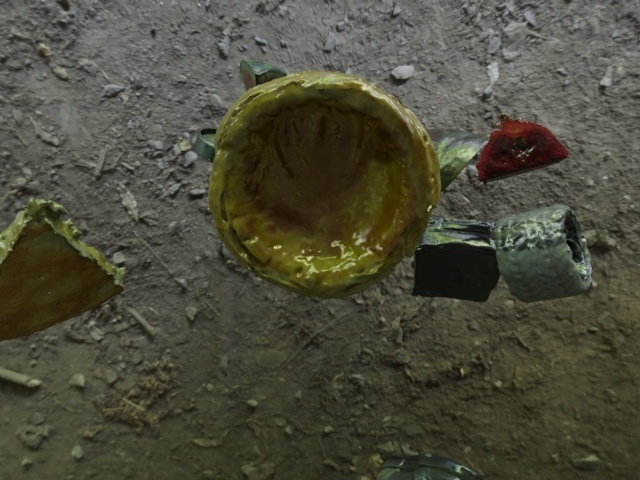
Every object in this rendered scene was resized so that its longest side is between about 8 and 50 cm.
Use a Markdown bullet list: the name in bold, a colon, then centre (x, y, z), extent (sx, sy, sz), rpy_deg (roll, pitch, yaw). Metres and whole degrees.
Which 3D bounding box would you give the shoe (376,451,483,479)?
- **shoe**: centre (0.200, 0.528, 0.838), extent (0.109, 0.149, 0.293), rpy_deg (41, 145, -3)

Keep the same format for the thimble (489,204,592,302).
- **thimble**: centre (0.517, 0.027, 0.956), extent (0.157, 0.217, 0.245), rpy_deg (-19, 147, 40)

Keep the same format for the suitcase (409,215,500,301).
- **suitcase**: centre (0.510, 0.079, 1.560), extent (0.339, 0.188, 0.345), rpy_deg (7, 139, 17)

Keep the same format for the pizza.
- **pizza**: centre (-0.409, 0.035, 0.614), extent (0.075, 0.279, 0.288), rpy_deg (47, 128, 20)

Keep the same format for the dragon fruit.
- **dragon fruit**: centre (0.622, -0.305, 1.323), extent (0.261, 0.134, 0.212), rpy_deg (-10, 93, 17)

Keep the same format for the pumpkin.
- **pumpkin**: centre (0.230, -0.165, 0.973), extent (0.148, 0.169, 0.312), rpy_deg (42, 111, 2)

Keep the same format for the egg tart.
- **egg tart**: centre (0.002, -0.086, 0.697), extent (0.387, 0.169, 0.388), rpy_deg (3, 112, 8)

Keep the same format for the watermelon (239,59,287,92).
- **watermelon**: centre (-0.131, -0.384, 1.081), extent (0.136, 0.207, 0.202), rpy_deg (-17, 103, 1)

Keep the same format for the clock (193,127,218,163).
- **clock**: centre (-0.264, -0.291, 1.324), extent (0.280, 0.281, 0.056), rpy_deg (19, 114, -5)
